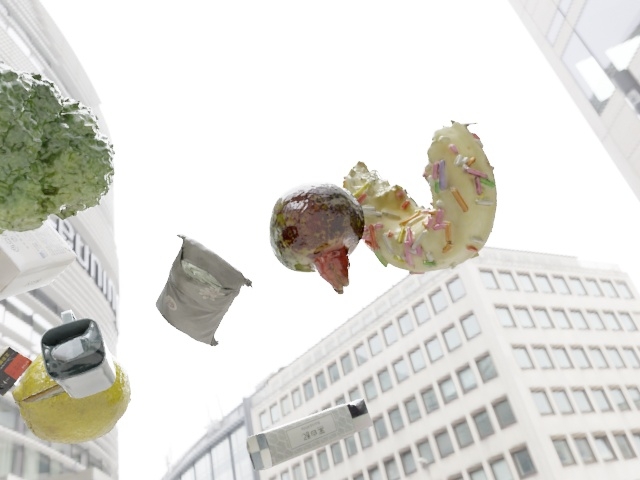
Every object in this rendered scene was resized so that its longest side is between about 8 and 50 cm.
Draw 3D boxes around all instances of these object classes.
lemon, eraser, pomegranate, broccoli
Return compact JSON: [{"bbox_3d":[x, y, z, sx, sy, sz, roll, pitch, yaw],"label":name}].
[{"bbox_3d":[-0.665,0.416,1.672,0.322,0.268,0.268,6,-38,-42],"label":"lemon"},{"bbox_3d":[-0.021,0.553,1.761,0.404,0.096,0.098,-5,-21,-45],"label":"eraser"},{"bbox_3d":[0.000,0.000,1.245,0.214,0.248,0.214,-16,-31,-10],"label":"pomegranate"},{"bbox_3d":[-0.390,-0.086,0.618,0.302,0.186,0.254,-1,-3,23],"label":"broccoli"}]

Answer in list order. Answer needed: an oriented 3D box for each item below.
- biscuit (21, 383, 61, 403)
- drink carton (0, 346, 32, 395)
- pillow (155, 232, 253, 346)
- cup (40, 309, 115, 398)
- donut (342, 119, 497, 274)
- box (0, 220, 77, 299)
[{"bbox_3d":[-0.572,0.328,1.378,0.139,0.016,0.231,-24,-6,-13],"label":"biscuit"},{"bbox_3d":[-0.545,0.225,1.056,0.056,0.071,0.165,40,-25,-18],"label":"drink carton"},{"bbox_3d":[-0.230,0.106,1.138,0.169,0.059,0.255,33,-46,1],"label":"pillow"},{"bbox_3d":[-0.412,0.189,1.036,0.095,0.128,0.129,-18,-27,-18],"label":"cup"},{"bbox_3d":[0.215,-0.072,1.353,0.371,0.307,0.150,-17,3,44],"label":"donut"},{"bbox_3d":[-0.699,-0.018,1.315,0.116,0.274,0.203,-41,-1,12],"label":"box"}]
